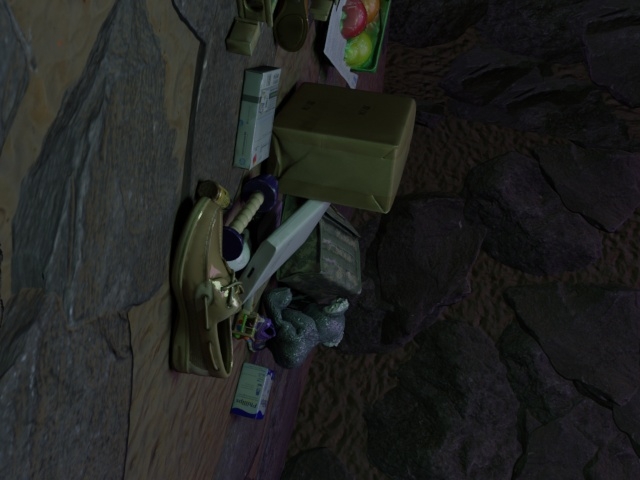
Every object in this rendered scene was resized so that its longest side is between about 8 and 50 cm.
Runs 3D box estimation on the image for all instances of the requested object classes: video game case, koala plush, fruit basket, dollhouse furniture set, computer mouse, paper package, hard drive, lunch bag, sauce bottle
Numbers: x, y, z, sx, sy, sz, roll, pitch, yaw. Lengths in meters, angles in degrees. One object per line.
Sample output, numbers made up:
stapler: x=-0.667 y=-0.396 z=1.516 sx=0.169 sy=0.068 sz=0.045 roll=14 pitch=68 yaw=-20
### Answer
video game case: x=-0.142 y=0.036 z=1.808 sx=0.227 sy=0.026 sz=0.206 roll=-66 pitch=166 yaw=-61
koala plush: x=-0.028 y=0.238 z=1.990 sx=0.203 sy=0.221 sz=0.196 roll=-121 pitch=-151 yaw=-42
fruit basket: x=0.081 y=-0.629 z=2.088 sx=0.353 sy=0.165 sz=0.327 roll=17 pitch=84 yaw=-67
dollhouse furniture set: x=-0.056 y=-0.398 z=1.206 sx=0.101 sy=0.161 sz=0.181 roll=89 pitch=14 yaw=-61
computer mouse: x=-0.160 y=0.016 z=1.561 sx=0.193 sy=0.042 sz=0.106 roll=-64 pitch=166 yaw=-62
paper package: x=0.051 y=-0.230 z=1.717 sx=0.325 sy=0.310 sz=0.168 roll=-68 pitch=166 yaw=-56
hard drive: x=-0.080 y=0.004 z=1.663 sx=0.203 sy=0.040 sz=0.307 roll=-55 pitch=175 yaw=38
lunch bag: x=0.000 y=0.000 z=2.037 sx=0.235 sy=0.169 sz=0.287 roll=34 pitch=49 yaw=-55
sauce bottle: x=-0.179 y=-0.075 z=1.270 sx=0.128 sy=0.042 sz=0.042 roll=32 pitch=70 yaw=-81

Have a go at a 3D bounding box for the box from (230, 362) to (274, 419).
box: x=-0.178 y=0.403 z=1.950 sx=0.126 sy=0.072 sz=0.137 roll=70 pitch=33 yaw=-75

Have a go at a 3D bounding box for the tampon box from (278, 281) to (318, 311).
tampon box: x=-0.058 y=0.129 z=2.224 sx=0.161 sy=0.120 sz=0.101 roll=94 pitch=12 yaw=-50

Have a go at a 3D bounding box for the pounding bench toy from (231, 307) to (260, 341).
pounding bench toy: x=-0.177 y=0.197 z=1.697 sx=0.083 sy=0.052 sz=0.065 roll=81 pitch=22 yaw=-70

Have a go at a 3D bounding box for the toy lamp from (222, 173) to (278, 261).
toy lamp: x=-0.142 y=-0.057 z=1.442 sx=0.274 sy=0.080 sz=0.080 roll=-68 pitch=168 yaw=-59

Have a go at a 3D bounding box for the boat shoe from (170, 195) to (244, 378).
boat shoe: x=-0.182 y=0.085 z=1.240 sx=0.121 sy=0.110 sz=0.341 roll=-66 pitch=166 yaw=-58

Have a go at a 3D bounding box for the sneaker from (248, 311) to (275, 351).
sneaker: x=-0.151 y=0.248 z=1.910 sx=0.170 sy=0.071 sz=0.068 roll=90 pitch=14 yaw=-61

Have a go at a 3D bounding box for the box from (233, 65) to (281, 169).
box: x=-0.123 y=-0.244 z=1.436 sx=0.145 sy=0.038 sz=0.186 roll=-57 pitch=157 yaw=-70

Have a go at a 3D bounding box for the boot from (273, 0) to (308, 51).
boot: x=-0.045 y=-0.501 z=1.494 sx=0.197 sy=0.073 sz=0.152 roll=98 pitch=4 yaw=-48
